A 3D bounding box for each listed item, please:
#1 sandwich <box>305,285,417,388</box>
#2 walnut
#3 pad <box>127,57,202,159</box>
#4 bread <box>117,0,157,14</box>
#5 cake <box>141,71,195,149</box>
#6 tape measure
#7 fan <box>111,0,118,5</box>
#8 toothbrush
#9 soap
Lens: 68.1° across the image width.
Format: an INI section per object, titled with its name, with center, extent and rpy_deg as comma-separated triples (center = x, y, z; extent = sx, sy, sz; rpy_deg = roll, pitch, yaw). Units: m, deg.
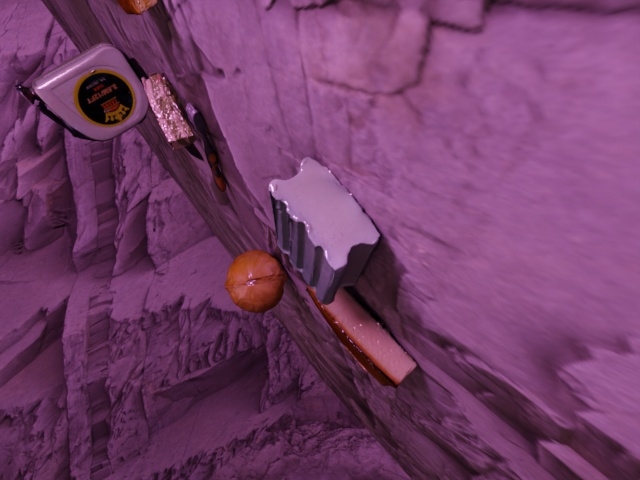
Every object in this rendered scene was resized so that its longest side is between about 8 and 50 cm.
[sandwich]
center = 0.056, 0.145, 0.754
extent = 0.193, 0.058, 0.162
rpy_deg = 47, 167, 10
[walnut]
center = -0.162, 0.104, 1.196
extent = 0.159, 0.159, 0.206
rpy_deg = 52, 174, -1
[pad]
center = -0.375, -0.312, 1.141
extent = 0.181, 0.004, 0.267
rpy_deg = 31, 155, 58
[bread]
center = -0.240, -0.323, 0.570
extent = 0.094, 0.035, 0.090
rpy_deg = 36, 160, 51
[cake]
center = -0.272, -0.233, 0.844
extent = 0.140, 0.051, 0.055
rpy_deg = 67, 171, -14
[tape measure]
center = -0.537, -0.330, 1.116
extent = 0.115, 0.235, 0.207
rpy_deg = 43, 164, 45
[fan]
center = -0.383, -0.489, 0.671
extent = 0.310, 0.010, 0.182
rpy_deg = 56, 163, -16
[toothbrush]
center = -0.219, -0.168, 0.946
extent = 0.031, 0.023, 0.321
rpy_deg = 56, 168, 17
[soap]
center = 0.000, 0.000, 0.542
extent = 0.115, 0.063, 0.198
rpy_deg = 51, 167, 11
